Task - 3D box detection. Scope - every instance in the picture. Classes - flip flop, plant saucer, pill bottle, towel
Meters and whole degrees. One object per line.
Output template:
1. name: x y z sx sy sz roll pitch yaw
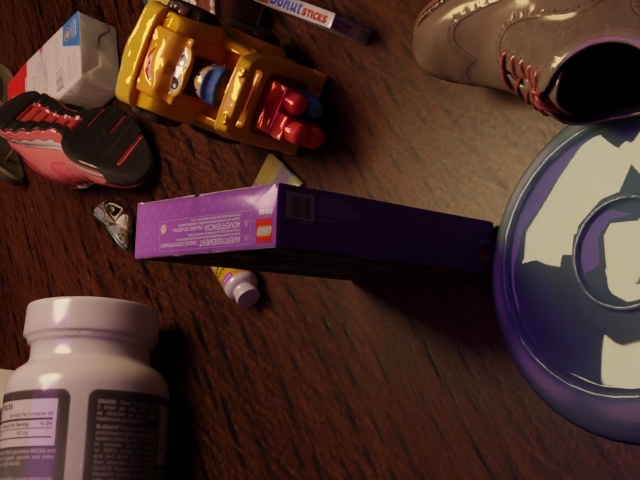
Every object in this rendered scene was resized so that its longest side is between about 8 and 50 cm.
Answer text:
1. flip flop: -0.566 -0.221 1.748 0.080 0.112 0.277 -27 53 22
2. plant saucer: 0.270 0.013 0.837 0.317 0.043 0.318 -17 66 43
3. pill bottle: -0.297 0.265 1.231 0.210 0.210 0.363 -15 67 43
4. pill bottle: -0.106 0.045 1.218 0.043 0.043 0.083 -54 46 20
5. towel: -0.056 -0.068 1.226 0.083 0.009 0.060 43 109 43

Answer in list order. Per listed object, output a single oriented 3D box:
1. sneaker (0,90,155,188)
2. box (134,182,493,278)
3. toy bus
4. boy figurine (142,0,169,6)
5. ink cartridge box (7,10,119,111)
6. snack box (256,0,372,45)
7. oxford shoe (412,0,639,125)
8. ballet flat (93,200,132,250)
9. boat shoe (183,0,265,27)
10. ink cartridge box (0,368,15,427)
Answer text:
1. sneaker: -0.364 -0.135 1.513 0.313 0.136 0.116 22 58 30
2. box: 0.000 0.000 0.937 0.200 0.293 0.057 -4 81 46
3. toy bus: -0.098 -0.176 1.158 0.211 0.220 0.150 35 107 39
4. boy figurine: -0.196 -0.331 1.386 0.177 0.092 0.285 -57 46 34
5. ink cartridge box: -0.432 -0.256 1.624 0.231 0.078 0.134 -30 57 37
6. snack box: -0.015 -0.280 1.206 0.178 0.064 0.022 33 104 46
7. oxford shoe: 0.202 -0.171 0.873 0.348 0.123 0.130 5 50 48
8. ballet flat: -0.303 -0.028 1.452 0.114 0.041 0.041 42 109 43
9. boat shoe: -0.103 -0.396 1.296 0.116 0.123 0.325 -8 74 43
10. ink cartridge box: -0.468 0.314 1.421 0.100 0.172 0.237 41 108 44
